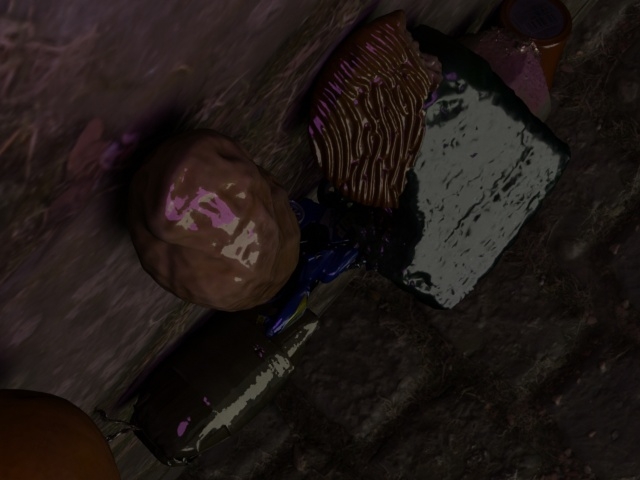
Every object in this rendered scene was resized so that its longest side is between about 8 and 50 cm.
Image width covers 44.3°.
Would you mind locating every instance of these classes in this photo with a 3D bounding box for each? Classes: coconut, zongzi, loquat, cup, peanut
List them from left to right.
[{"bbox_3d":[-0.279,0.232,0.687,0.208,0.208,0.208,-46,172,-9],"label":"loquat"},{"bbox_3d":[-0.222,0.298,1.420,0.447,0.181,0.418,-41,170,-28],"label":"zongzi"},{"bbox_3d":[-0.092,-0.011,0.736,0.153,0.140,0.325,-57,171,-11],"label":"peanut"},{"bbox_3d":[0.250,-0.217,1.299,0.245,0.233,0.233,-52,175,-27],"label":"coconut"},{"bbox_3d":[0.367,-0.319,1.487,0.264,0.182,0.226,98,4,-64],"label":"cup"}]

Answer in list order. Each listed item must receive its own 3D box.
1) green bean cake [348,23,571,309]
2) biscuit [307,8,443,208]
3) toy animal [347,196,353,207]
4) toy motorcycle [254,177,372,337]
[{"bbox_3d":[0.147,-0.094,1.078,0.308,0.169,0.300,32,102,-40],"label":"green bean cake"},{"bbox_3d":[0.070,-0.133,0.895,0.176,0.229,0.031,-27,-145,5],"label":"biscuit"},{"bbox_3d":[0.000,0.000,1.541,0.241,0.057,0.099,-51,172,17],"label":"toy animal"},{"bbox_3d":[-0.006,0.019,1.206,0.315,0.169,0.113,-43,172,-35],"label":"toy motorcycle"}]
